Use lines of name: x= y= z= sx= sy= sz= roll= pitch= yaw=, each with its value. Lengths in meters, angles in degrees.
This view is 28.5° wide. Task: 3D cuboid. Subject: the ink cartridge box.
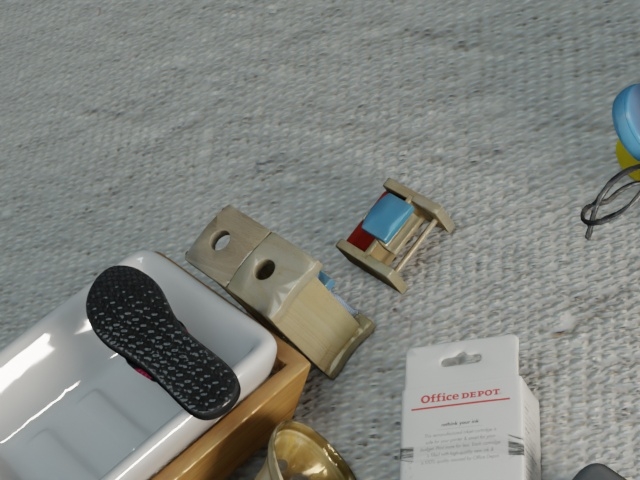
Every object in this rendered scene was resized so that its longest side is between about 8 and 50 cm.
ink cartridge box: x=0.122 y=0.173 z=1.017 sx=0.104 sy=0.060 sz=0.180 roll=-10 pitch=56 yaw=23

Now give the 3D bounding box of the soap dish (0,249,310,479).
soap dish: x=-0.181 y=0.158 z=1.110 sx=0.291 sy=0.118 sz=0.229 roll=-39 pitch=48 yaw=-23

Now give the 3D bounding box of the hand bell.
hand bell: x=-0.086 y=0.268 z=1.060 sx=0.242 sy=0.126 sz=0.126 roll=-37 pitch=49 yaw=19

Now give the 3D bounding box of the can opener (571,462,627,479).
can opener: x=0.273 y=0.269 z=0.866 sx=0.095 sy=0.076 sz=0.283 roll=-49 pitch=50 yaw=-9

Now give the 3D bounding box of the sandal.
sandal: x=-0.135 y=0.090 z=1.058 sx=0.067 sy=0.040 sz=0.179 roll=-39 pitch=62 yaw=-16

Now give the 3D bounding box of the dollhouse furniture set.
dollhouse furniture set: x=0.000 y=0.000 z=1.149 sx=0.129 sy=0.129 sz=0.183 roll=32 pitch=79 yaw=38

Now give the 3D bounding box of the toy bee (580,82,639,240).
toy bee: x=0.313 y=-0.071 z=1.036 sx=0.298 sy=0.162 sz=0.195 roll=-52 pitch=18 yaw=-17
